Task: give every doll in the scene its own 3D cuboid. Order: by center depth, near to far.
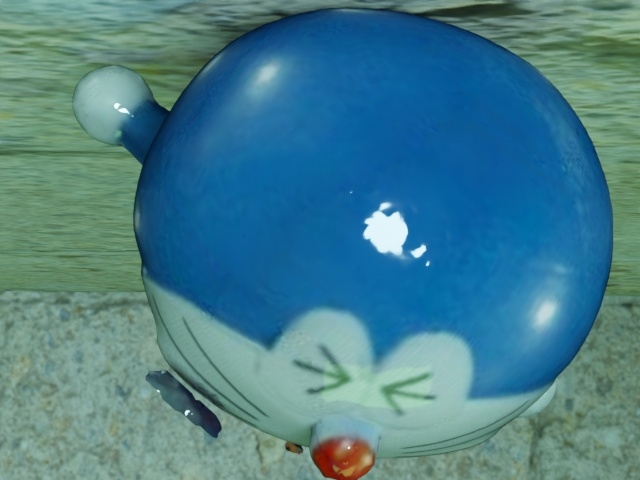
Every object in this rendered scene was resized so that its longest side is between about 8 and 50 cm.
[{"bbox_3d":[0.000,0.000,0.646,0.215,0.161,0.257,27,174,-7],"label":"doll"}]
